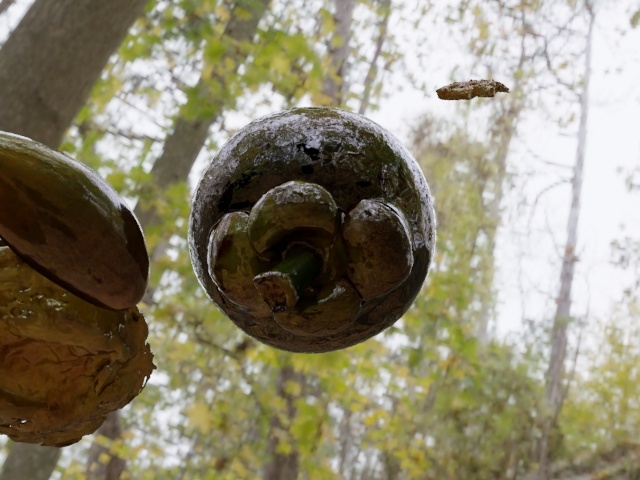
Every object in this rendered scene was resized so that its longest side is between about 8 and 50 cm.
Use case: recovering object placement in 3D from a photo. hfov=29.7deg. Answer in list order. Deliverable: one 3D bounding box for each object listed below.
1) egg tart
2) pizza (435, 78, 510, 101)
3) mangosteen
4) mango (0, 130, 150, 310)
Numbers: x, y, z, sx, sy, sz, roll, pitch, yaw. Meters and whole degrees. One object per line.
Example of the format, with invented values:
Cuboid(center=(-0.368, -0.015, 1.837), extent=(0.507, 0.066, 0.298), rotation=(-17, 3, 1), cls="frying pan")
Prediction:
Cuboid(center=(-0.331, 0.132, 1.358), extent=(0.297, 0.132, 0.297), rotation=(-1, -54, -2), cls="egg tart")
Cuboid(center=(0.150, -0.149, 1.188), extent=(0.083, 0.037, 0.016), rotation=(-8, -64, -23), cls="pizza")
Cuboid(center=(0.004, -0.012, 1.385), extent=(0.297, 0.297, 0.313), rotation=(41, -22, -23), cls="mangosteen")
Cuboid(center=(-0.260, -0.024, 1.198), extent=(0.133, 0.111, 0.267), rotation=(14, -25, 51), cls="mango")
